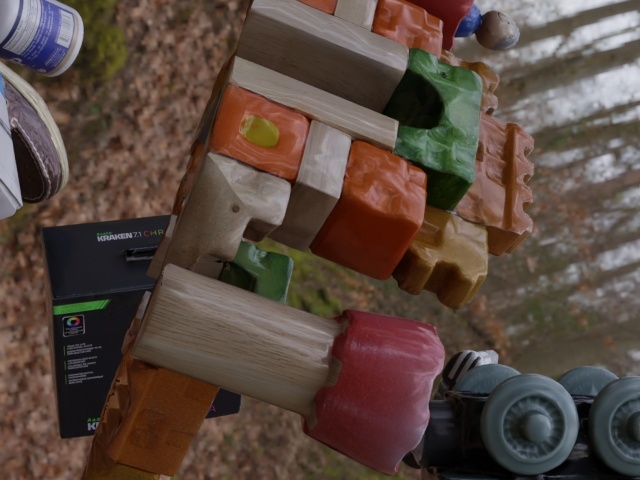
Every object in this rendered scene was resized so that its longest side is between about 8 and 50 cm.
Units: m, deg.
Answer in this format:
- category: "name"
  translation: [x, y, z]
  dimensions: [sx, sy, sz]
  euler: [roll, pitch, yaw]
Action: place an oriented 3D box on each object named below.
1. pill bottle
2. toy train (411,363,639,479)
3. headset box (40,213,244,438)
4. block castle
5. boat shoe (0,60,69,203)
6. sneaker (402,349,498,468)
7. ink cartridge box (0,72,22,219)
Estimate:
- category: "pill bottle"
  translation: [-0.450, -0.319, 1.658]
  dimensions: [0.186, 0.112, 0.112]
  euler: [20, 42, -48]
- category: "toy train"
  translation: [0.231, 0.200, 0.917]
  dimensions: [0.142, 0.333, 0.190]
  euler: [174, -81, -80]
- category: "headset box"
  translation: [-0.221, 0.099, 1.455]
  dimensions: [0.131, 0.246, 0.283]
  euler: [-112, -157, -44]
- category: "block castle"
  translation: [0.000, 0.000, 0.808]
  dimensions: [0.303, 0.212, 0.453]
  euler: [119, -12, -46]
- category: "boat shoe"
  translation: [-0.412, -0.160, 1.290]
  dimensions: [0.123, 0.123, 0.342]
  euler: [-72, 144, -47]
- category: "sneaker"
  translation: [0.219, 0.265, 1.818]
  dimensions: [0.086, 0.132, 0.229]
  euler: [43, -64, 23]
- category: "ink cartridge box"
  translation: [-0.389, -0.102, 1.145]
  dimensions: [0.082, 0.139, 0.191]
  euler: [71, 0, -55]
